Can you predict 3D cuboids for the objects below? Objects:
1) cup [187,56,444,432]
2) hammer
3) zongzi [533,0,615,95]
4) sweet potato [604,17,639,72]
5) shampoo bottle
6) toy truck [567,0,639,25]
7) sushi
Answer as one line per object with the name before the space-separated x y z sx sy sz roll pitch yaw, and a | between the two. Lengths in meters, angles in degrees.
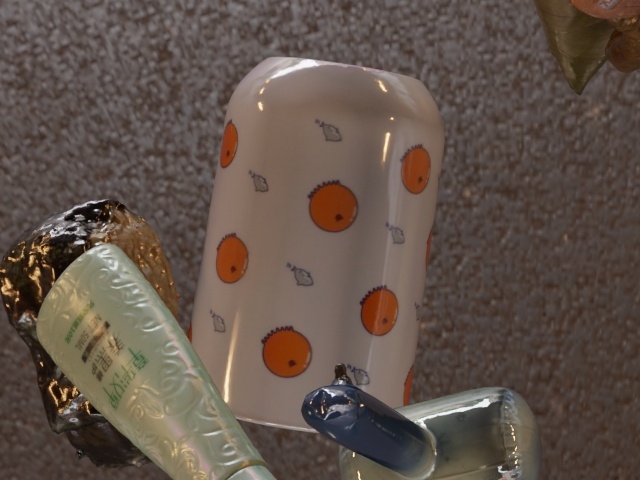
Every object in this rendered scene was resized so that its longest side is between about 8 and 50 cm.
cup | 0.000 0.000 1.213 0.212 0.212 0.317 10 93 14
hammer | 0.042 0.104 0.693 0.116 0.194 0.069 -15 65 20
zongzi | 0.237 -0.319 1.054 0.160 0.360 0.323 10 72 11
sweet potato | 0.233 -0.149 0.989 0.041 0.153 0.038 8 88 16
shampoo bottle | -0.076 0.082 0.653 0.069 0.041 0.191 -52 54 9
toy truck | 0.225 -0.182 0.768 0.192 0.083 0.092 -7 72 -20
sushi | -0.259 0.123 1.664 0.171 0.350 0.211 -11 14 29
